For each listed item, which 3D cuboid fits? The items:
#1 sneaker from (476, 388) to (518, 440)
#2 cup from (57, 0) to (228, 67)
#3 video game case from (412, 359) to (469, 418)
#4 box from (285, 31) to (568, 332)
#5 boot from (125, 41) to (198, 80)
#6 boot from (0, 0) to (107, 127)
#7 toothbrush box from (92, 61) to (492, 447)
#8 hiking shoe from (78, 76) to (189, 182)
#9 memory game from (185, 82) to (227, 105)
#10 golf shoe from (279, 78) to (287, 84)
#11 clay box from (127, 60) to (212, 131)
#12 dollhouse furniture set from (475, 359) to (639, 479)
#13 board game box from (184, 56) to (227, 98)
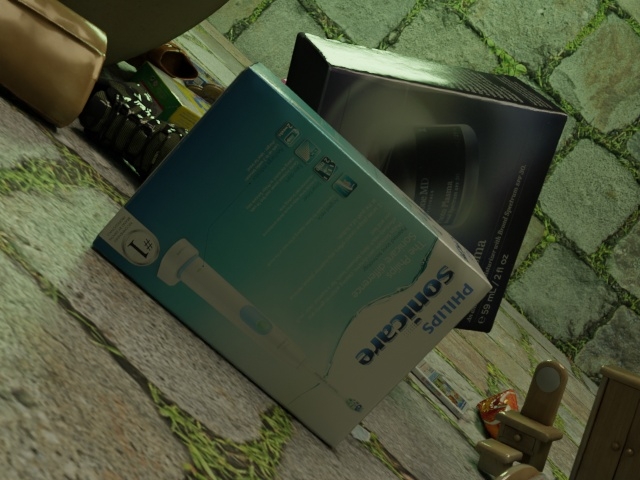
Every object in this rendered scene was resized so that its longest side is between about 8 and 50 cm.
[{"bbox_3d":[0.276,0.273,1.459,0.067,0.064,0.175,63,15,-1],"label":"sneaker"},{"bbox_3d":[-0.318,-0.400,1.423,0.331,0.237,0.331,41,11,-9],"label":"cup"},{"bbox_3d":[0.167,0.208,1.404,0.122,0.011,0.087,44,9,11],"label":"video game case"},{"bbox_3d":[0.092,-0.065,1.161,0.294,0.296,0.182,8,22,-16],"label":"box"},{"bbox_3d":[-0.254,-0.298,1.606,0.152,0.072,0.197,23,12,34],"label":"boot"},{"bbox_3d":[-0.344,-0.283,1.015,0.270,0.236,0.089,33,-27,-34],"label":"boot"},{"bbox_3d":[-0.023,0.010,0.900,0.295,0.216,0.126,41,10,-7],"label":"toothbrush box"},{"bbox_3d":[-0.224,-0.120,1.114,0.114,0.086,0.227,10,26,-47],"label":"hiking shoe"},{"bbox_3d":[-0.161,-0.233,1.686,0.186,0.012,0.186,12,-13,3],"label":"memory game"},{"bbox_3d":[-0.076,-0.170,1.623,0.140,0.115,0.306,35,-24,25],"label":"golf shoe"},{"bbox_3d":[-0.198,-0.191,1.540,0.127,0.053,0.222,51,11,34],"label":"clay box"},{"bbox_3d":[0.281,0.240,1.080,0.303,0.173,0.356,21,8,36],"label":"dollhouse furniture set"},{"bbox_3d":[-0.207,-0.300,2.022,0.201,0.035,0.136,37,11,-29],"label":"board game box"}]
